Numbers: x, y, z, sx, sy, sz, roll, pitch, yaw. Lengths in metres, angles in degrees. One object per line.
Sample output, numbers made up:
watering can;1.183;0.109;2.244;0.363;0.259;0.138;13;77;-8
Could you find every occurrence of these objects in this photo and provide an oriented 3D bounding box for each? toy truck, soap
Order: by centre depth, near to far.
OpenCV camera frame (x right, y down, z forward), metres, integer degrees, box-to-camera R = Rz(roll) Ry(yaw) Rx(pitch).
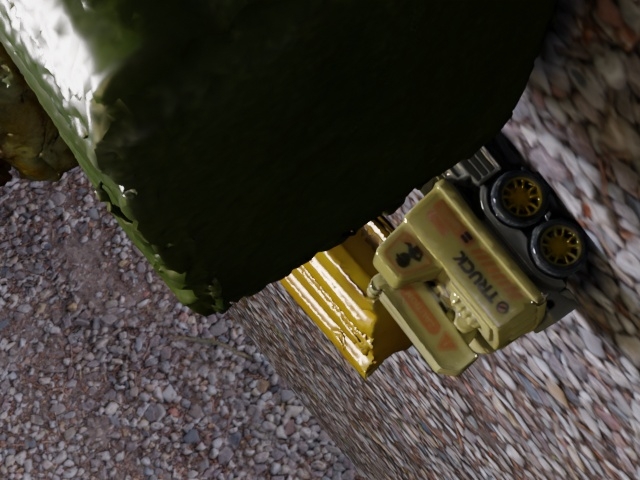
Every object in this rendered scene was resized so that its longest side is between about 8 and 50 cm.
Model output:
toy truck;0.089;-0.021;0.920;0.272;0.157;0.124;52;167;8
soap;0.000;0.000;1.396;0.324;0.096;0.204;49;157;26

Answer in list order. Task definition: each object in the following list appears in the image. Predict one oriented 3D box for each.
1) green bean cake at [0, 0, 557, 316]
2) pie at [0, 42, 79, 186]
green bean cake;-0.025;-0.145;0.650;0.218;0.319;0.335;51;166;23
pie;-0.413;-0.258;1.223;0.395;0.180;0.418;79;171;-83
